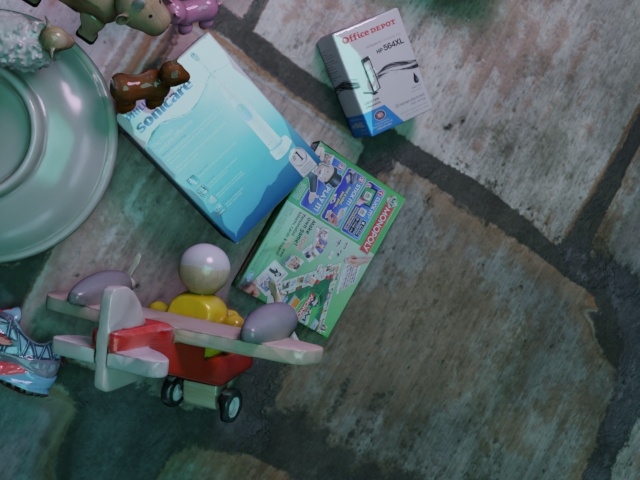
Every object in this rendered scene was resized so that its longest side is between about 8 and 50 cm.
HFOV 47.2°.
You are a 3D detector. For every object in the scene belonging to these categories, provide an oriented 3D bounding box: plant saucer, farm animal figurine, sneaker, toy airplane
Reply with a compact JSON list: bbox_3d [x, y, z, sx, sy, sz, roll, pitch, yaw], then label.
[{"bbox_3d":[-0.518,-0.164,1.115,0.400,0.100,0.400,0,91,-3],"label":"plant saucer"},{"bbox_3d":[-0.291,-0.370,1.065,0.327,0.172,0.330,15,77,-22],"label":"farm animal figurine"},{"bbox_3d":[-0.550,0.158,1.212,0.262,0.104,0.125,33,66,-24],"label":"sneaker"},{"bbox_3d":[-0.229,0.125,1.168,0.386,0.384,0.272,21,75,-20],"label":"toy airplane"}]

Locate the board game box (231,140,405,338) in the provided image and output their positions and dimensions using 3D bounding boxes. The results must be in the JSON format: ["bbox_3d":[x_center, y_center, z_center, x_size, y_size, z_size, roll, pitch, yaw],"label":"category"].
[{"bbox_3d":[0.000,0.000,1.408,0.213,0.046,0.317,32,84,-21],"label":"board game box"}]

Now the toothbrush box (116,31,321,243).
[{"bbox_3d":[-0.183,-0.175,1.282,0.216,0.126,0.295,-46,108,-9],"label":"toothbrush box"}]

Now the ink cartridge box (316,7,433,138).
[{"bbox_3d":[0.104,-0.316,1.394,0.148,0.086,0.203,-27,104,-15],"label":"ink cartridge box"}]
